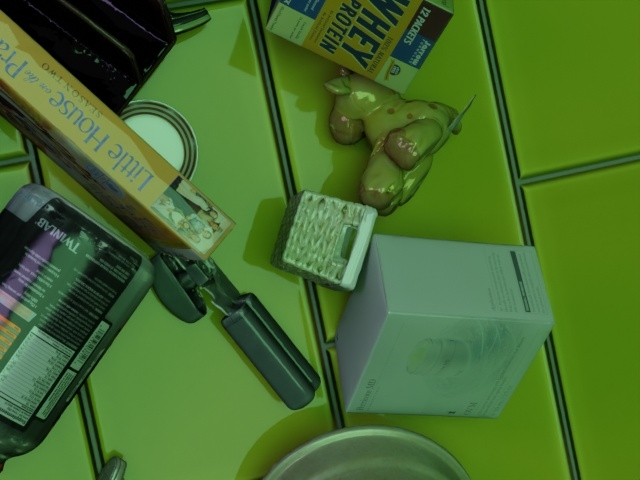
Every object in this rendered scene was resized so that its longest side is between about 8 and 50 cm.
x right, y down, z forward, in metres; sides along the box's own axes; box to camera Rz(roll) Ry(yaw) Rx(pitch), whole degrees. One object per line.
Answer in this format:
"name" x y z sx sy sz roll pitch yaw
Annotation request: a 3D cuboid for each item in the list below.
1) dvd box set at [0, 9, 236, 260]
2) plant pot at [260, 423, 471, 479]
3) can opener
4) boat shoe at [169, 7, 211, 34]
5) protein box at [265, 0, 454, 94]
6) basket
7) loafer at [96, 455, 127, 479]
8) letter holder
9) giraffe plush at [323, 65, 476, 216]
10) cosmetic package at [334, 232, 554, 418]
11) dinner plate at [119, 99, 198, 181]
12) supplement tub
"dvd box set" -0.304 -0.137 1.410 0.420 0.307 0.062 43 79 -15
"plant pot" 0.079 0.444 1.483 0.333 0.305 0.334 -3 107 -8
"can opener" -0.119 0.118 1.616 0.095 0.076 0.283 -34 99 21
"boat shoe" -0.222 -0.290 1.590 0.152 0.056 0.049 -18 99 -13
"protein box" 0.055 -0.331 1.567 0.201 0.200 0.136 23 126 -12
"basket" 0.000 0.000 1.589 0.103 0.167 0.113 18 85 -7
"loafer" -0.284 0.346 1.580 0.039 0.045 0.125 27 90 -29
"letter holder" -0.343 -0.303 1.451 0.301 0.214 0.152 36 82 1
"giraffe plush" 0.081 -0.160 1.622 0.170 0.181 0.210 38 92 11
"cosmetic package" 0.155 0.119 1.578 0.224 0.224 0.138 5 48 -12
"dinner plate" -0.234 -0.118 1.605 0.141 0.017 0.141 0 90 -13
"supplement tub" -0.374 0.116 1.471 0.207 0.207 0.338 36 82 -11
